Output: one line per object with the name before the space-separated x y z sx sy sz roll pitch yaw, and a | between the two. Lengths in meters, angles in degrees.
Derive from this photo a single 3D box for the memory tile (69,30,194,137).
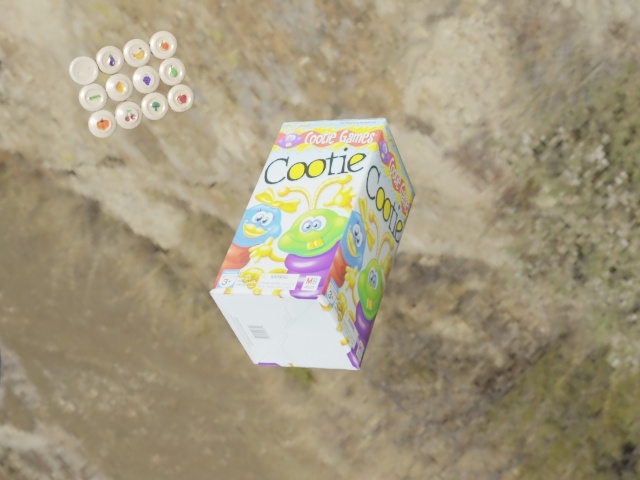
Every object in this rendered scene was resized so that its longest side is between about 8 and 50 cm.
memory tile | -0.245 -0.205 1.541 0.012 0.148 0.113 -150 42 -67

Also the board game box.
board game box | 0.000 0.000 1.409 0.142 0.275 0.144 0 140 25
